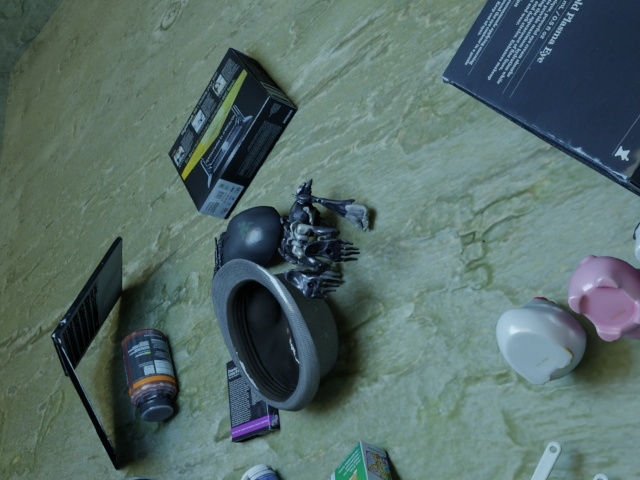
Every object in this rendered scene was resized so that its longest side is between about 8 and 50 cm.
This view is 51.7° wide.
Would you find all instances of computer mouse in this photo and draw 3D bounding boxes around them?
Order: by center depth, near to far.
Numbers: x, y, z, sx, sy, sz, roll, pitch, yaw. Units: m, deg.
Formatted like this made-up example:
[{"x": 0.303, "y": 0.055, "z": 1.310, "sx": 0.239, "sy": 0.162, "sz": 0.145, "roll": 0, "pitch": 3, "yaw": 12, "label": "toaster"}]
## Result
[{"x": -0.169, "y": 0.019, "z": 1.335, "sx": 0.272, "sy": 0.072, "sz": 0.188, "roll": -38, "pitch": 49, "yaw": 48, "label": "computer mouse"}]

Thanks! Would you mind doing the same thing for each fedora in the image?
[{"x": -0.062, "y": 0.149, "z": 1.145, "sx": 0.244, "sy": 0.124, "sz": 0.275, "roll": -44, "pitch": 70, "yaw": 46, "label": "fedora"}]

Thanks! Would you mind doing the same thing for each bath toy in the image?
[{"x": 0.359, "y": 0.052, "z": 0.748, "sx": 0.151, "sy": 0.129, "sz": 0.348, "roll": 47, "pitch": 126, "yaw": -2, "label": "bath toy"}]

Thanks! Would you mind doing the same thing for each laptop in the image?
[{"x": -0.474, "y": 0.274, "z": 1.536, "sx": 0.407, "sy": 0.236, "sz": 0.382, "roll": -64, "pitch": 4, "yaw": -28, "label": "laptop"}]

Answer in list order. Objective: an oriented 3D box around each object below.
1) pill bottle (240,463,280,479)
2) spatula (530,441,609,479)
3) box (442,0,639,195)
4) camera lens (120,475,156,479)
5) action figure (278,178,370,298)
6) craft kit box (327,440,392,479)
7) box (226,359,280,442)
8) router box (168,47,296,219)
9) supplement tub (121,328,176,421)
[{"x": -0.087, "y": 0.454, "z": 1.148, "sx": 0.120, "sy": 0.067, "sz": 0.067, "roll": 42, "pitch": 109, "yaw": 46, "label": "pill bottle"}, {"x": 0.267, "y": 0.357, "z": 0.742, "sx": 0.168, "sy": 0.019, "sz": 0.242, "roll": 22, "pitch": 72, "yaw": 37, "label": "spatula"}, {"x": 0.377, "y": -0.256, "z": 0.782, "sx": 0.343, "sy": 0.179, "sz": 0.312, "roll": -59, "pitch": 43, "yaw": 17, "label": "box"}, {"x": -0.411, "y": 0.621, "z": 1.334, "sx": 0.274, "sy": 0.219, "sz": 0.219, "roll": -40, "pitch": 51, "yaw": 33, "label": "camera lens"}, {"x": 0.000, "y": 0.000, "z": 1.152, "sx": 0.275, "sy": 0.141, "sz": 0.164, "roll": -104, "pitch": 35, "yaw": -65, "label": "action figure"}, {"x": 0.027, "y": 0.466, "z": 0.958, "sx": 0.249, "sy": 0.061, "sz": 0.246, "roll": -56, "pitch": 21, "yaw": 19, "label": "craft kit box"}, {"x": -0.133, "y": 0.297, "z": 1.278, "sx": 0.116, "sy": 0.029, "sz": 0.162, "roll": -30, "pitch": 59, "yaw": 37, "label": "box"}, {"x": -0.209, "y": -0.242, "z": 1.490, "sx": 0.308, "sy": 0.081, "sz": 0.243, "roll": -54, "pitch": 45, "yaw": 21, "label": "router box"}, {"x": -0.385, "y": 0.305, "z": 1.492, "sx": 0.106, "sy": 0.106, "sz": 0.197, "roll": -45, "pitch": 48, "yaw": 28, "label": "supplement tub"}]
